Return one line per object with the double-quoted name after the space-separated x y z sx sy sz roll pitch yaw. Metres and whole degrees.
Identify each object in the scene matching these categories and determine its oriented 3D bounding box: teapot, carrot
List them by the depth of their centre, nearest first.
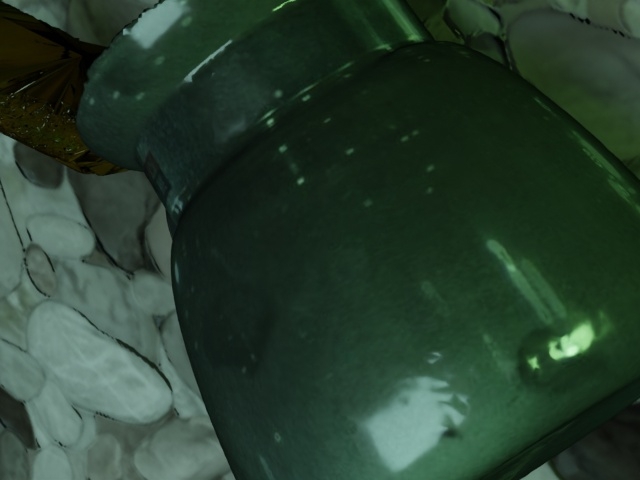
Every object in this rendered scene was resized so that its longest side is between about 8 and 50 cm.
0.019 -0.014 0.808 0.223 0.305 0.285 -33 78 2 "teapot"
-0.177 -0.099 0.873 0.069 0.228 0.069 -27 49 36 "carrot"
